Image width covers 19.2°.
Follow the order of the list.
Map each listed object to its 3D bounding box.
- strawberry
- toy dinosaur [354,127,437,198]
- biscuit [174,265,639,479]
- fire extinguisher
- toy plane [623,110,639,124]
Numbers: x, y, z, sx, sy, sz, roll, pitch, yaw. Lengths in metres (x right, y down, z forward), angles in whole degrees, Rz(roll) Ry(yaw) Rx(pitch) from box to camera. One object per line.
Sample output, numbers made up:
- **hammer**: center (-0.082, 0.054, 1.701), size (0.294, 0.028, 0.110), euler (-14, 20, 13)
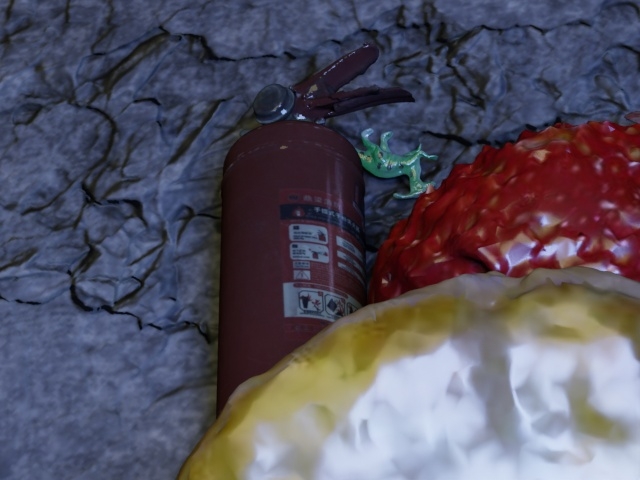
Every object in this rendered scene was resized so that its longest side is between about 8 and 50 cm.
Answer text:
- **strawberry**: center (0.156, 0.045, 1.174), size (0.261, 0.261, 0.257), euler (10, 51, 19)
- **toy dinosaur**: center (0.046, -0.054, 1.416), size (0.083, 0.021, 0.062), euler (-15, 65, 0)
- **biscuit**: center (0.106, 0.237, 0.990), size (0.429, 0.104, 0.446), euler (-6, 84, -5)
- **fire extinguisher**: center (0.000, 0.000, 1.326), size (0.147, 0.106, 0.337), euler (-13, 52, 17)
- **toy plane**: center (0.387, -0.090, 1.315), size (0.326, 0.104, 0.223), euler (-15, 23, -3)
